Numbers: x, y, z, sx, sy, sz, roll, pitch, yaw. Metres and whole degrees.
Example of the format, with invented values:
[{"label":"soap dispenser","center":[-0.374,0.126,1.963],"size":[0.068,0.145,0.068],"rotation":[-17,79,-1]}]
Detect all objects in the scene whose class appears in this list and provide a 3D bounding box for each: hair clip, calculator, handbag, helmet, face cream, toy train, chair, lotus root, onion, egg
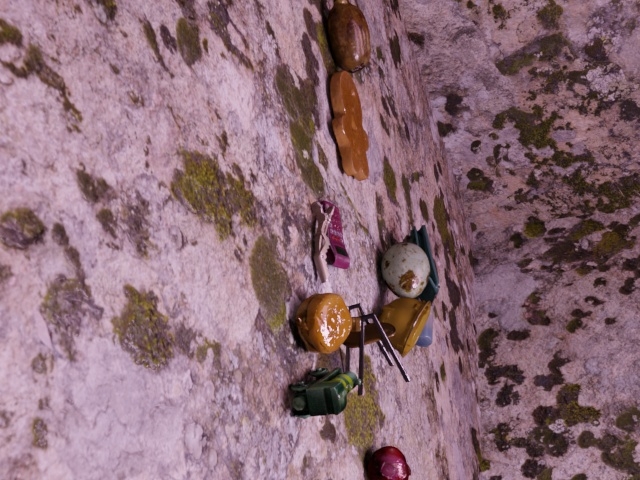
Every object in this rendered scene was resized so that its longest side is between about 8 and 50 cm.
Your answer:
[{"label":"hair clip","center":[0.000,0.000,1.661],"size":[0.072,0.034,0.225],"rotation":[23,61,-37]},{"label":"calculator","center":[0.038,-0.014,1.775],"size":[0.127,0.034,0.190],"rotation":[19,58,-65]},{"label":"handbag","center":[0.365,0.107,2.389],"size":[0.268,0.100,0.274],"rotation":[84,-1,-73]},{"label":"helmet","center":[0.262,0.264,2.075],"size":[0.205,0.140,0.257],"rotation":[-65,165,1]},{"label":"face cream","center":[0.412,0.302,2.524],"size":[0.250,0.077,0.077],"rotation":[-80,151,-43]},{"label":"toy train","center":[0.016,0.340,1.427],"size":[0.200,0.132,0.083],"rotation":[-18,98,-67]},{"label":"chair","center":[0.110,0.254,1.644],"size":[0.159,0.173,0.246],"rotation":[-158,-125,-79]},{"label":"lotus root","center":[0.090,-0.680,2.067],"size":[0.145,0.129,0.260],"rotation":[-31,109,-57]},{"label":"onion","center":[0.192,0.642,1.762],"size":[0.131,0.131,0.131],"rotation":[-10,90,-69]},{"label":"egg","center":[0.293,0.106,2.172],"size":[0.231,0.169,0.169],"rotation":[-90,159,-50]}]

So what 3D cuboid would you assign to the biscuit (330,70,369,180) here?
[{"label":"biscuit","center":[0.089,-0.370,2.033],"size":[0.275,0.052,0.354],"rotation":[-1,81,-69]}]

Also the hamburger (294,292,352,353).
[{"label":"hamburger","center":[0.008,0.194,1.500],"size":[0.147,0.083,0.138],"rotation":[-42,111,-43]}]
